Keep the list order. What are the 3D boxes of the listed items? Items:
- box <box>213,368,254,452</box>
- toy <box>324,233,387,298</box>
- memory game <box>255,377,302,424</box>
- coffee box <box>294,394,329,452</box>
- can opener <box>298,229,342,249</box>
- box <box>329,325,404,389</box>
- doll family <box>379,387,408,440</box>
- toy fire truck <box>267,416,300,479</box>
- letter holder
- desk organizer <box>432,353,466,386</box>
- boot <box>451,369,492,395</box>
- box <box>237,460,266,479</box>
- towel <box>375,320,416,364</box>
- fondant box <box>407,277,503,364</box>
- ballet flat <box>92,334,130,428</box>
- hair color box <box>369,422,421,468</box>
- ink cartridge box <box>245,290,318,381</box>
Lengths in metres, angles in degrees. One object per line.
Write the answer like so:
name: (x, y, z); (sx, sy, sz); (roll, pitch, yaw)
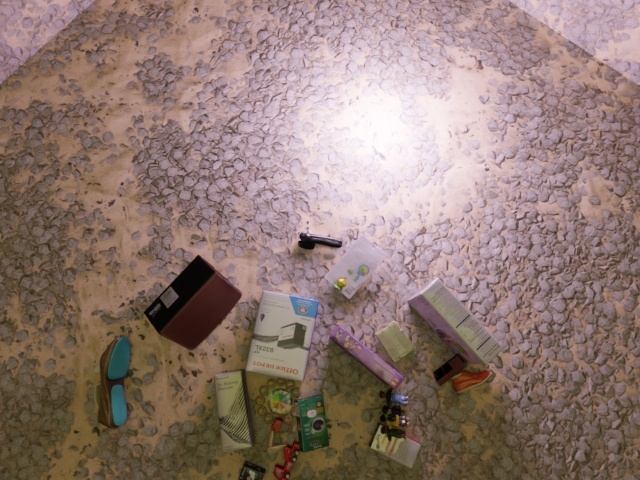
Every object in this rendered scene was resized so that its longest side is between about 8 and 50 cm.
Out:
box: (-0.325, 0.634, 1.621); (0.113, 0.094, 0.274); (-11, 77, -3)
toy: (0.144, 0.107, 1.767); (0.137, 0.056, 0.237); (41, 85, 5)
memory game: (-0.159, 0.623, 1.666); (0.186, 0.012, 0.186); (0, 77, 0)
coffee box: (-0.033, 0.684, 1.614); (0.113, 0.040, 0.184); (-1, 75, -31)
can opener: (0.000, 0.000, 1.799); (0.186, 0.073, 0.059); (5, 38, -2)
box: (0.165, 0.435, 1.615); (0.293, 0.201, 0.057); (38, 80, 8)
doll family: (0.269, 0.647, 1.617); (0.112, 0.076, 0.193); (13, 34, -2)
toy fire truck: (-0.147, 0.778, 1.605); (0.135, 0.047, 0.192); (23, 80, 2)
letter holder: (-0.489, 0.250, 1.699); (0.302, 0.214, 0.152); (-48, 49, -9)
desk organizer: (0.494, 0.497, 1.656); (0.130, 0.047, 0.050); (-44, 76, 13)
boot: (0.583, 0.528, 1.668); (0.158, 0.059, 0.084); (-25, 73, -5)
box: (-0.252, 0.859, 1.584); (0.083, 0.062, 0.052); (21, 79, 4)
towel: (0.297, 0.405, 1.711); (0.110, 0.027, 0.148); (-35, 80, -7)
fondant box: (0.494, 0.309, 1.625); (0.096, 0.238, 0.330); (-39, 80, -10)
ballet flat: (-0.808, 0.538, 1.649); (0.124, 0.116, 0.342); (-8, 80, 18)
hair color box: (0.277, 0.765, 1.612); (0.167, 0.053, 0.093); (25, 78, 4)
ink cartridge box: (-0.144, 0.368, 1.666); (0.223, 0.129, 0.307); (10, 77, 2)
